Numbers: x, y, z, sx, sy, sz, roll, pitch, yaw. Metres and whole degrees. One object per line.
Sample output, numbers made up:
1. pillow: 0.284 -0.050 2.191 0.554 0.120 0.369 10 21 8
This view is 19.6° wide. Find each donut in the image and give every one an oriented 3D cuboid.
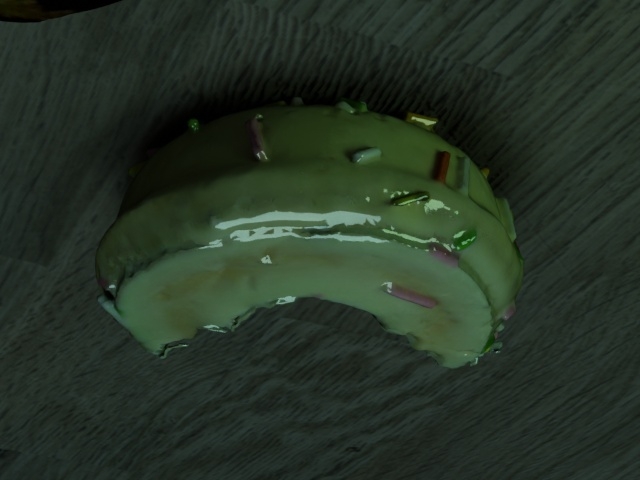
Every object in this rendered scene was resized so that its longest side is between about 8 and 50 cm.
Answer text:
1. donut: -0.008 -0.004 1.602 0.371 0.150 0.307 3 151 -2

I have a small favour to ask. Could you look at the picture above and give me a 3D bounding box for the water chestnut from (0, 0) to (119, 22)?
1. water chestnut: -0.143 -0.270 0.991 0.300 0.300 0.300 2 152 1
